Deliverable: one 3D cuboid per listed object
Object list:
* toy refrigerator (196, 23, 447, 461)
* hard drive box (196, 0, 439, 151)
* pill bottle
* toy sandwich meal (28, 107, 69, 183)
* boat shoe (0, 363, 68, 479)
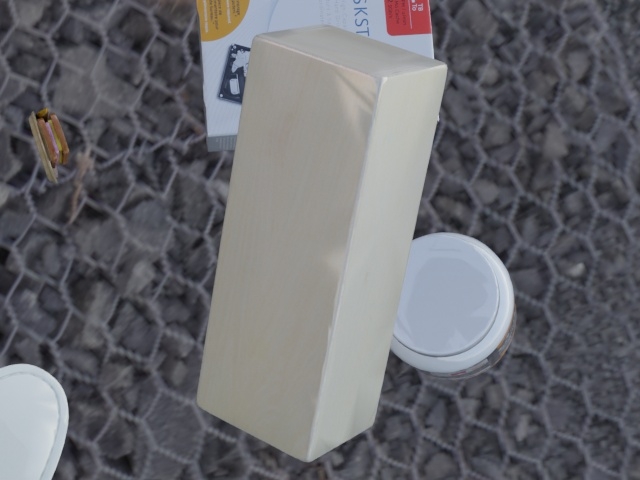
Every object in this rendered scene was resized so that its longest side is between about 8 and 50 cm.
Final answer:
[{"bbox_3d":[0.000,0.000,0.947,0.094,0.102,0.270,-20,126,-52],"label":"toy refrigerator"},{"bbox_3d":[-0.007,-0.192,1.421,0.232,0.089,0.181,-5,83,-5],"label":"hard drive box"},{"bbox_3d":[0.147,0.078,1.636,0.162,0.278,0.162,-1,82,8],"label":"pill bottle"},{"bbox_3d":[-0.273,-0.098,1.428,0.029,0.085,0.086,-18,83,-8],"label":"toy sandwich meal"},{"bbox_3d":[-0.320,0.241,1.150,0.116,0.099,0.319,34,61,-11],"label":"boat shoe"}]
